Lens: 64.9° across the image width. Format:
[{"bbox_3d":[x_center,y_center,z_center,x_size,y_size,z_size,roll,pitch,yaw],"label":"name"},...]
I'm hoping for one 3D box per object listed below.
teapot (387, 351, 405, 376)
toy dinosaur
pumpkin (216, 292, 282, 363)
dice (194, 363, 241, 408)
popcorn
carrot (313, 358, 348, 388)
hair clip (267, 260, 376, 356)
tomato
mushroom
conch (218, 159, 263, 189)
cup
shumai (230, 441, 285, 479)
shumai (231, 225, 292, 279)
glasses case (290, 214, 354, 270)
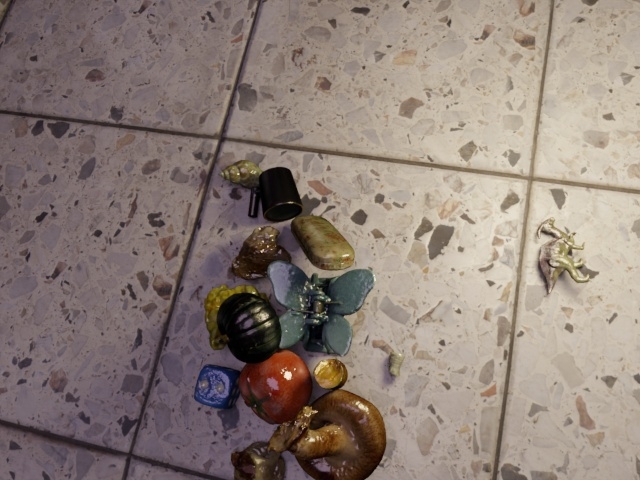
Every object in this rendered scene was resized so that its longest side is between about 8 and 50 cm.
[{"bbox_3d":[0.276,0.458,1.863,0.067,0.057,0.083,2,75,48],"label":"teapot"},{"bbox_3d":[0.895,0.053,1.871,0.162,0.077,0.294,1,61,13],"label":"toy dinosaur"},{"bbox_3d":[-0.253,0.298,1.695,0.216,0.250,0.249,-20,71,-26],"label":"pumpkin"},{"bbox_3d":[-0.382,0.545,1.887,0.146,0.146,0.143,14,79,12],"label":"dice"},{"bbox_3d":[-0.312,0.286,1.908,0.250,0.235,0.241,-12,99,25],"label":"popcorn"},{"bbox_3d":[0.037,0.468,1.763,0.114,0.302,0.114,-1,73,4],"label":"carrot"},{"bbox_3d":[0.004,0.261,1.859,0.392,0.238,0.318,4,76,10],"label":"hair clip"},{"bbox_3d":[-0.151,0.515,1.803,0.265,0.265,0.264,-2,74,8],"label":"tomato"},{"bbox_3d":[0.055,0.660,1.677,0.331,0.356,0.334,-42,80,-5],"label":"mushroom"},{"bbox_3d":[-0.322,-0.284,2.131,0.173,0.106,0.116,29,99,1],"label":"conch"},{"bbox_3d":[-0.204,-0.180,2.052,0.239,0.166,0.177,-15,70,3],"label":"cup"},{"bbox_3d":[-0.232,0.821,1.803,0.201,0.120,0.201,-3,72,9],"label":"shumai"},{"bbox_3d":[-0.238,0.052,2.015,0.218,0.184,0.185,-31,37,11],"label":"shumai"},{"bbox_3d":[0.000,0.000,1.872,0.157,0.425,0.098,-2,112,-16],"label":"glasses case"}]
